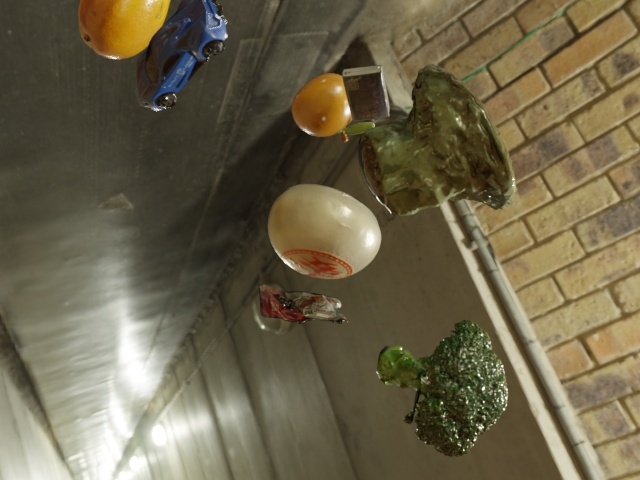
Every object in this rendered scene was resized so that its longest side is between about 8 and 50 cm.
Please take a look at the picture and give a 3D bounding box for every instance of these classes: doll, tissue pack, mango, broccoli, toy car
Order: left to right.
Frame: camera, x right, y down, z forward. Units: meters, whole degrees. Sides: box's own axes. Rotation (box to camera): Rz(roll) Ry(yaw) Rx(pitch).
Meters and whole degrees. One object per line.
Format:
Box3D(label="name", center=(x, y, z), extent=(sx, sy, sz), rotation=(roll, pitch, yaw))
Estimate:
Box3D(label="mango", center=(-0.325, -0.412, 0.996), extent=(0.219, 0.112, 0.145), rotation=(-52, 163, 13))
Box3D(label="toy car", center=(-0.229, -0.292, 0.907), extent=(0.216, 0.103, 0.063), rotation=(-37, 154, 28))
Box3D(label="doll", center=(0.029, -0.400, 1.835), extent=(0.213, 0.236, 0.213), rotation=(-34, -170, 7))
Box3D(label="tissue pack", center=(0.130, -0.414, 1.645), extent=(0.112, 0.051, 0.156), rotation=(-4, 138, 14))
Box3D(label="broccoli", center=(0.268, 0.328, 1.296), extent=(0.297, 0.297, 0.297), rotation=(2, -179, 37))

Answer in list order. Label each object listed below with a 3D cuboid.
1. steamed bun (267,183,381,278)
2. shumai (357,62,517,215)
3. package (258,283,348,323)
Box3D(label="steamed bun", center=(0.000, 0.000, 1.163), extent=(0.232, 0.145, 0.232), rotation=(17, 157, 8))
Box3D(label="shumai", center=(0.265, -0.199, 1.429), extent=(0.323, 0.397, 0.324), rotation=(-31, 177, 5))
Box3D(label="package", center=(-0.054, 0.199, 1.752), extent=(0.269, 0.071, 0.194), rotation=(5, -165, -12))
